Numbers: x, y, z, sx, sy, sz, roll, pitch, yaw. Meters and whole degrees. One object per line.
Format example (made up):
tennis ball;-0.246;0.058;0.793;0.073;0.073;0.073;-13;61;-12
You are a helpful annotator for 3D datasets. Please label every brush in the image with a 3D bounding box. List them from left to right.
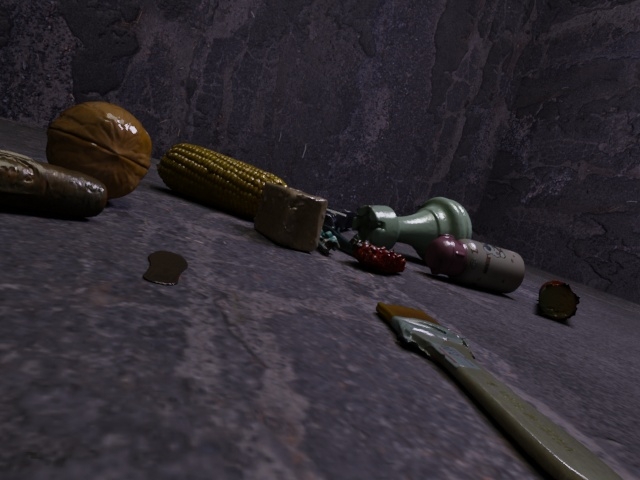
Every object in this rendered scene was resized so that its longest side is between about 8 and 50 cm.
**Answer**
brush;0.134;0.117;0.414;0.086;0.020;0.336;15;7;-14

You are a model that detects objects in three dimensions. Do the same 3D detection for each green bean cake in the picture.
green bean cake;-0.065;-0.052;0.924;0.085;0.109;0.179;13;8;-28

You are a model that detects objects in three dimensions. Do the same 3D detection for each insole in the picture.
insole;-0.169;0.027;0.496;0.045;0.002;0.135;14;7;-14

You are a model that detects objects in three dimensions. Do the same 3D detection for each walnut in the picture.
walnut;-0.377;-0.153;0.774;0.165;0.165;0.197;9;13;-46

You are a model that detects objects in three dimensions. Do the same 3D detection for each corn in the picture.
corn;-0.255;-0.153;1.167;0.387;0.143;0.144;19;7;25

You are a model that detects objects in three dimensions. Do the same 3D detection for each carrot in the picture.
carrot;-0.413;-0.074;0.499;0.342;0.070;0.070;7;11;-44

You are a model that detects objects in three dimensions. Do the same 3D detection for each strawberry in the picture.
strawberry;0.115;0.038;0.906;0.152;0.048;0.104;28;-8;-36

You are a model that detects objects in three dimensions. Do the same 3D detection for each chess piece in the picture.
chess piece;0.238;-0.028;1.228;0.299;0.194;0.195;2;14;-30

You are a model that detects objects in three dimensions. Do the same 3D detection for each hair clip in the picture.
hair clip;0.001;0.001;0.975;0.049;0.049;0.173;13;6;-25
hair clip;0.057;0.010;1.060;0.070;0.039;0.229;12;13;-26

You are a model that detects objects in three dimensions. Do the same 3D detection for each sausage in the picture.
sausage;0.537;0.127;1.036;0.083;0.083;0.264;20;7;25

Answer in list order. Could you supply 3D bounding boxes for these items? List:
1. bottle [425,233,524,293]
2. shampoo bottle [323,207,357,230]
bottle;0.359;0.053;1.079;0.233;0.109;0.110;14;7;-19
shampoo bottle;0.053;-0.076;1.541;0.098;0.071;0.309;19;7;12
